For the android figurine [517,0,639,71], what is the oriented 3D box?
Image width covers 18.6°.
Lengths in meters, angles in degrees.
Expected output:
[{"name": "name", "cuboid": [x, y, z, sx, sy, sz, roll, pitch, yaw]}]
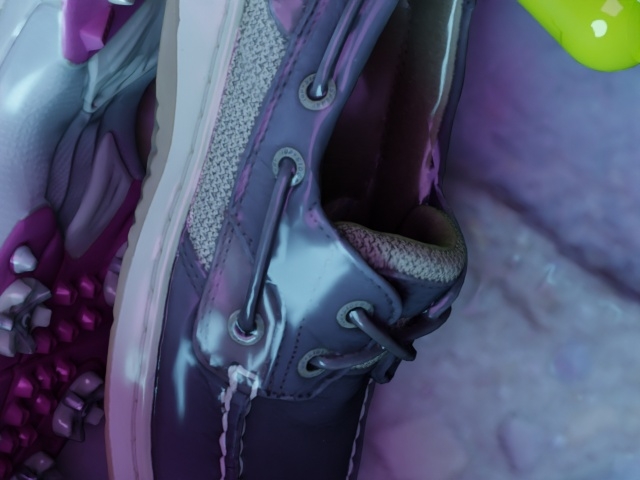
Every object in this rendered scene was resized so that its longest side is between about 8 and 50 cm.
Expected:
[{"name": "android figurine", "cuboid": [0.122, -0.159, 0.563, 0.273, 0.056, 0.248, 47, 127, 23]}]

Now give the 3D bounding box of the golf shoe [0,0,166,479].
[{"name": "golf shoe", "cuboid": [-0.122, -0.034, 0.654, 0.140, 0.115, 0.306, 21, 98, 22]}]

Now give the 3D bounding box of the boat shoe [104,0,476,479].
[{"name": "boat shoe", "cuboid": [0.000, 0.000, 0.619, 0.092, 0.103, 0.285, 12, 100, 30]}]
